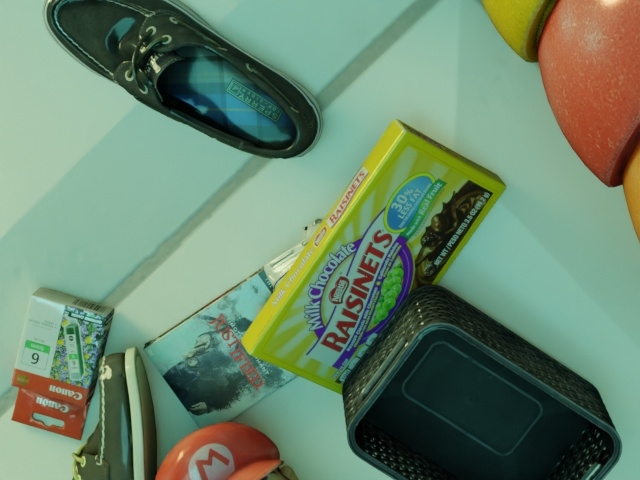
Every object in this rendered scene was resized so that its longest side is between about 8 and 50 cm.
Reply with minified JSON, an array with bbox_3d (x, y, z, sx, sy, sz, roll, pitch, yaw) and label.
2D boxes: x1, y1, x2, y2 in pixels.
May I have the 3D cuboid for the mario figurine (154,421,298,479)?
[{"bbox_3d":[-0.007,0.276,1.254,0.170,0.198,0.320,-29,102,24],"label":"mario figurine"}]

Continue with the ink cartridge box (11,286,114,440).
[{"bbox_3d":[-0.206,0.100,1.317,0.062,0.029,0.115,16,103,3],"label":"ink cartridge box"}]

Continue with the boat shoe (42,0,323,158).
[{"bbox_3d":[-0.105,-0.123,1.232,0.228,0.076,0.080,32,104,-1],"label":"boat shoe"}]

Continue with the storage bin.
[{"bbox_3d":[0.117,0.132,1.244,0.180,0.084,0.122,33,104,-11],"label":"storage bin"}]

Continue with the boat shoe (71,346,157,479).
[{"bbox_3d":[-0.161,0.194,1.305,0.068,0.081,0.228,-2,105,3],"label":"boat shoe"}]

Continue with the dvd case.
[{"bbox_3d":[-0.066,0.086,1.306,0.119,0.013,0.087,-33,97,11],"label":"dvd case"}]

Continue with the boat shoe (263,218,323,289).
[{"bbox_3d":[0.000,0.000,1.270,0.100,0.035,0.035,-39,69,6],"label":"boat shoe"}]

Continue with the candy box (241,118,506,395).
[{"bbox_3d":[0.039,0.018,1.249,0.105,0.027,0.206,27,106,-29],"label":"candy box"}]

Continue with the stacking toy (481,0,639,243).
[{"bbox_3d":[0.223,-0.191,1.108,0.480,0.350,0.350,45,104,14],"label":"stacking toy"}]
